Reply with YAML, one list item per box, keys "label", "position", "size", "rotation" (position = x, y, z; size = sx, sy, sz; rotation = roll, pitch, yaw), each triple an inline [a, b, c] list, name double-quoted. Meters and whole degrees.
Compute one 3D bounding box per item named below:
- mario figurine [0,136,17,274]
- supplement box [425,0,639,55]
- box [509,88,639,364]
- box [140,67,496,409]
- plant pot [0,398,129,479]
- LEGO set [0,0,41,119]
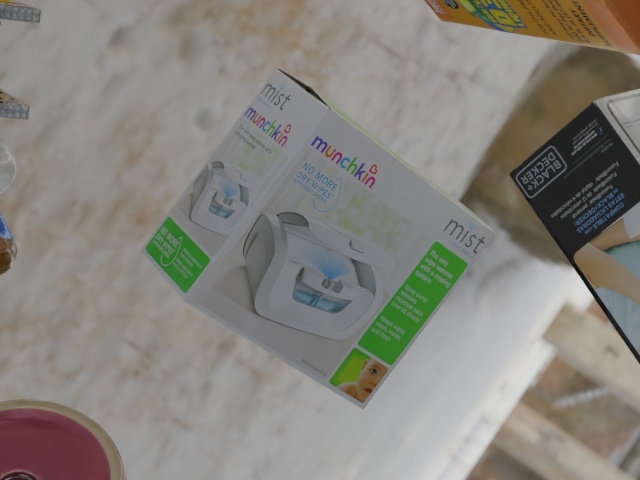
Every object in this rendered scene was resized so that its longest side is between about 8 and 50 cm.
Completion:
- label: "mario figurine"
  position: [-0.421, -0.101, 1.716]
  size: [0.198, 0.320, 0.170]
  rotation: [-20, -164, -13]
- label: "supplement box"
  position: [0.172, -0.207, 1.356]
  size: [0.078, 0.233, 0.080]
  rotation: [44, 76, -37]
- label: "box"
  position: [0.272, 0.036, 1.141]
  size: [0.087, 0.290, 0.169]
  rotation: [-42, 163, 35]
- label: "box"
  position: [0.000, 0.000, 1.709]
  size: [0.231, 0.262, 0.127]
  rotation: [-52, -143, 4]
- label: "plant pot"
  position: [-0.194, 0.210, 1.142]
  size: [0.201, 0.201, 0.180]
  rotation: [-49, 157, -40]
- label: "LEGO set"
  position: [-0.344, -0.237, 1.466]
  size: [0.192, 0.255, 0.331]
  rotation: [28, -77, 64]
